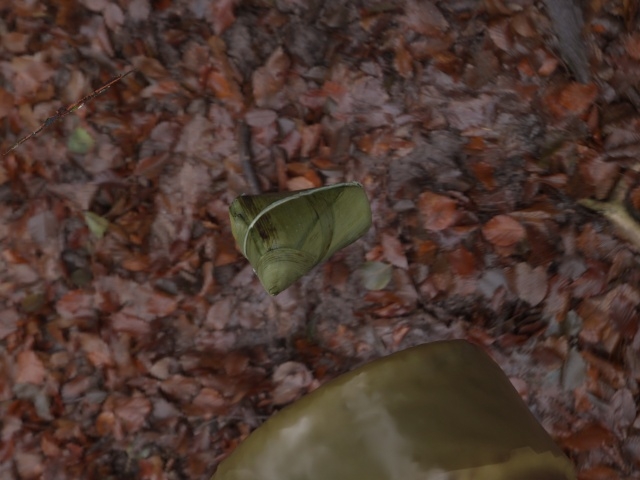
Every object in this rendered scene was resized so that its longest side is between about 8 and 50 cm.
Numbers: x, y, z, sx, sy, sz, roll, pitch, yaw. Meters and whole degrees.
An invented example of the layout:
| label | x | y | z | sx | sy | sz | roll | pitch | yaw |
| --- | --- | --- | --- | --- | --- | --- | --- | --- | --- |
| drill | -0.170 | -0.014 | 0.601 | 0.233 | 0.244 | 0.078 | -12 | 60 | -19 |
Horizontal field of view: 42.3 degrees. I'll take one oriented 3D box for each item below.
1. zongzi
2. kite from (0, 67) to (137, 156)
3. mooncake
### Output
| label | x | y | z | sx | sy | sz | roll | pitch | yaw |
| --- | --- | --- | --- | --- | --- | --- | --- | --- | --- |
| zongzi | 0.000 | 0.000 | 0.560 | 0.104 | 0.113 | 0.052 | -13 | 118 | -14 |
| kite | -0.367 | -0.183 | 1.175 | 0.241 | 0.183 | 0.014 | -33 | 104 | 6 |
| mooncake | 0.072 | 0.301 | 0.892 | 0.394 | 0.393 | 0.246 | -37 | 55 | 3 |
